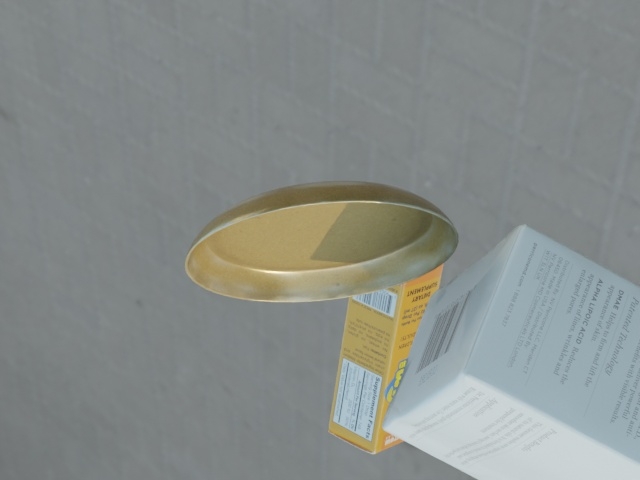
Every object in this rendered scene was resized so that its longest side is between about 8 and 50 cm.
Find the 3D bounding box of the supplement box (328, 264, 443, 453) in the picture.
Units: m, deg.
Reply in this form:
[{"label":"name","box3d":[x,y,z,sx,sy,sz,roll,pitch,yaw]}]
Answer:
[{"label":"supplement box","box3d":[0.072,0.116,1.647,0.080,0.078,0.233,26,117,34]}]

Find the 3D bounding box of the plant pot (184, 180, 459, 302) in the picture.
[{"label":"plant pot","box3d":[0.000,0.000,1.274,0.236,0.236,0.032,138,130,-57]}]

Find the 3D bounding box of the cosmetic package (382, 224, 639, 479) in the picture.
[{"label":"cosmetic package","box3d":[0.275,0.166,1.292,0.385,0.156,0.217,28,155,-8]}]
